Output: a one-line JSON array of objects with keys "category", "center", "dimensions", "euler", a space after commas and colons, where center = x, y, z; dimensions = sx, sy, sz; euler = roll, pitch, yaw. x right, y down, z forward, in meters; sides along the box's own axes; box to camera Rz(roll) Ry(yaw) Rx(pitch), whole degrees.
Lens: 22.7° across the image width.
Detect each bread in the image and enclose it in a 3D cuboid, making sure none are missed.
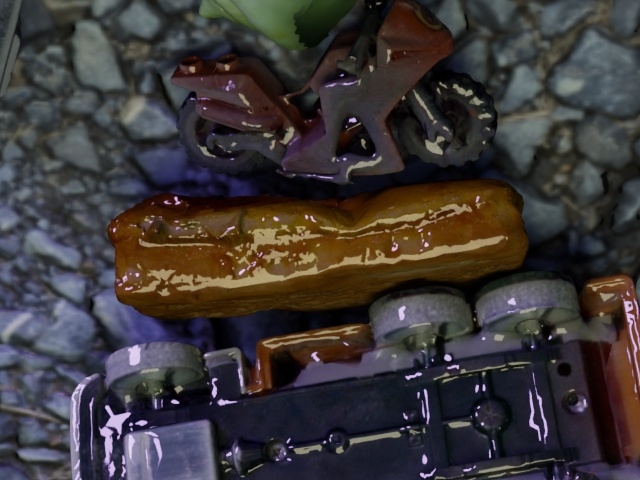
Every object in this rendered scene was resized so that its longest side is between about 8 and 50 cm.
[{"category": "bread", "center": [0.000, 0.002, 1.049], "dimensions": [0.271, 0.139, 0.077], "euler": [-6, 80, 6]}]

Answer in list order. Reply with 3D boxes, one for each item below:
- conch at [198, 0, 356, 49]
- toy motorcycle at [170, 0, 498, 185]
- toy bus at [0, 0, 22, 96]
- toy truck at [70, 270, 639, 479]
[{"category": "conch", "center": [0.022, -0.210, 0.891], "dimensions": [0.251, 0.143, 0.137], "euler": [-32, 78, 26]}, {"category": "toy motorcycle", "center": [0.004, -0.098, 1.012], "dimensions": [0.213, 0.084, 0.118], "euler": [-2, 126, 17]}, {"category": "toy bus", "center": [-0.218, -0.158, 0.987], "dimensions": [0.075, 0.064, 0.190], "euler": [8, 124, -19]}, {"category": "toy truck", "center": [0.037, 0.151, 1.104], "dimensions": [0.388, 0.173, 0.207], "euler": [-10, 159, 8]}]
